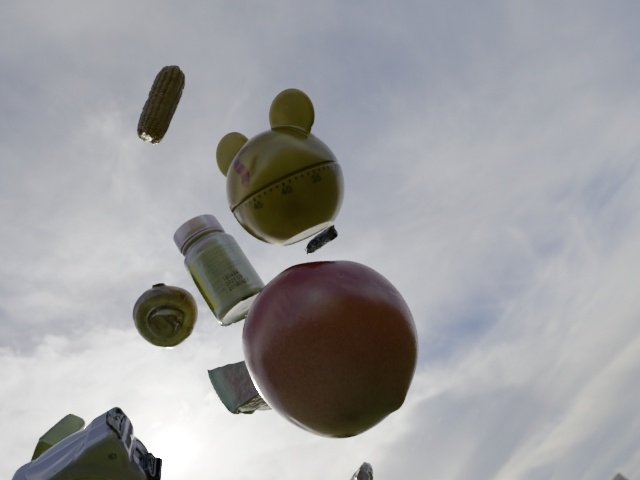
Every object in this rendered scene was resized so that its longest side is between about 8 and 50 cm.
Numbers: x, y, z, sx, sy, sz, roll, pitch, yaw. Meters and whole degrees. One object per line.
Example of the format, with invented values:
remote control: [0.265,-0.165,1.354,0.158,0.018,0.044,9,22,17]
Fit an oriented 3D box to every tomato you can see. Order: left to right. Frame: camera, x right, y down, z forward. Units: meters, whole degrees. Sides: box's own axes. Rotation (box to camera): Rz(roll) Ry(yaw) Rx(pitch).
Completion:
tomato: [0.025,0.198,0.755,0.321,0.321,0.322,-17,-53,-24]

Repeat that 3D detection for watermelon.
watermelon: [-0.167,0.436,1.233,0.301,0.151,0.264,-25,-30,23]

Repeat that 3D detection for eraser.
eraser: [-0.624,0.514,0.951,0.058,0.117,0.172,23,-83,-1]

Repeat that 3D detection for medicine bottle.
medicine bottle: [-0.372,0.102,1.501,0.213,0.379,0.214,-32,-18,-12]

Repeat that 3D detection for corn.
corn: [-0.364,-0.315,0.934,0.068,0.068,0.208,30,-114,-42]

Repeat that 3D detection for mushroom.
mushroom: [-0.592,0.283,1.549,0.254,0.184,0.255,-1,-75,-2]

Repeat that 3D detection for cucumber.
cucumber: [0.000,0.000,1.458,0.053,0.053,0.181,8,-28,-37]

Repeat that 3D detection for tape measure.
tape measure: [-0.338,0.371,0.605,0.196,0.105,0.179,-36,-67,-7]

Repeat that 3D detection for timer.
timer: [-0.113,-0.190,1.168,0.375,0.376,0.387,-24,-94,-19]

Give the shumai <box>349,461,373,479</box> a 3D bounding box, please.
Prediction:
shumai: [0.069,0.633,0.961,0.120,0.201,0.202,-2,-53,7]
